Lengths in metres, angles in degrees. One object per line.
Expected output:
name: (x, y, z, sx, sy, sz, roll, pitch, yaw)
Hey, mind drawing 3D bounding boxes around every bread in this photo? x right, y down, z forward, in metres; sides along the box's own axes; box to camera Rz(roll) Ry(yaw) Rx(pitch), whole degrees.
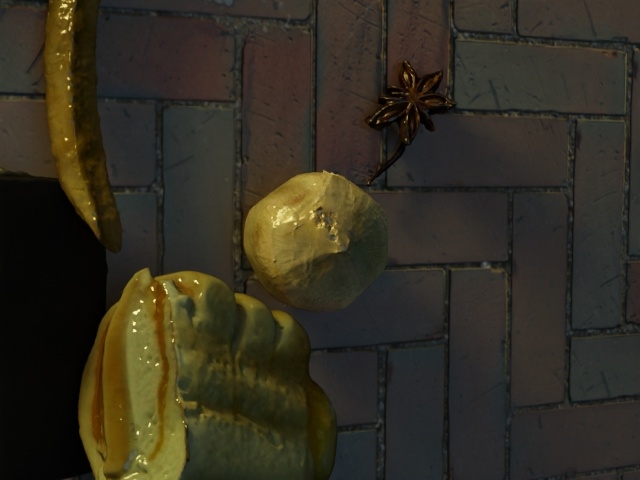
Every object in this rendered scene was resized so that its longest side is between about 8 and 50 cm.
bread: (-0.137, 0.212, 1.546, 0.341, 0.210, 0.300, 21, 57, -49)

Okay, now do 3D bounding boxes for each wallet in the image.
wallet: (-0.327, 0.104, 1.497, 0.197, 0.051, 0.377, -2, 94, -57)

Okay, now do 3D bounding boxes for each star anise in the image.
star anise: (0.111, -0.159, 1.751, 0.097, 0.070, 0.191, 34, 77, 2)

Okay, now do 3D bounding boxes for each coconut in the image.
coconut: (-0.003, 0.001, 1.623, 0.194, 0.194, 0.194, -2, 94, -28)

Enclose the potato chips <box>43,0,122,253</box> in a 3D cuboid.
potato chips: (-0.284, -0.185, 1.504, 0.057, 0.080, 0.407, 14, 72, -66)
